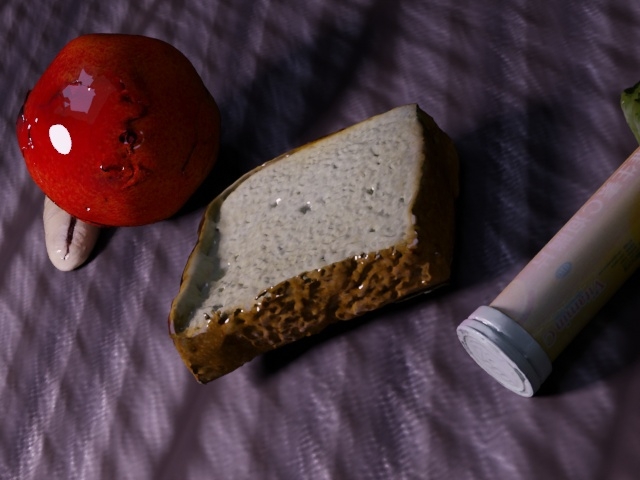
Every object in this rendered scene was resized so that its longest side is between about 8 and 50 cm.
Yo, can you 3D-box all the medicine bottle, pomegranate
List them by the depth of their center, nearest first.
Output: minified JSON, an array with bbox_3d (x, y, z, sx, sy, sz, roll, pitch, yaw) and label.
[{"bbox_3d":[0.199,0.015,1.252,0.218,0.074,0.074,-45,30,-15],"label":"medicine bottle"},{"bbox_3d":[-0.201,-0.117,1.756,0.210,0.210,0.235,-24,5,25],"label":"pomegranate"}]

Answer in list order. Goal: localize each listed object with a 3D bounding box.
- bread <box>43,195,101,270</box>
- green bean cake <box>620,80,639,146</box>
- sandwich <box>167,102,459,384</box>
[{"bbox_3d":[-0.276,-0.044,1.884,0.073,0.053,0.214,-28,31,12],"label":"bread"},{"bbox_3d":[0.342,-0.083,1.090,0.247,0.156,0.250,-34,15,5],"label":"green bean cake"},{"bbox_3d":[0.000,0.001,1.475,0.251,0.087,0.226,-23,35,23],"label":"sandwich"}]
